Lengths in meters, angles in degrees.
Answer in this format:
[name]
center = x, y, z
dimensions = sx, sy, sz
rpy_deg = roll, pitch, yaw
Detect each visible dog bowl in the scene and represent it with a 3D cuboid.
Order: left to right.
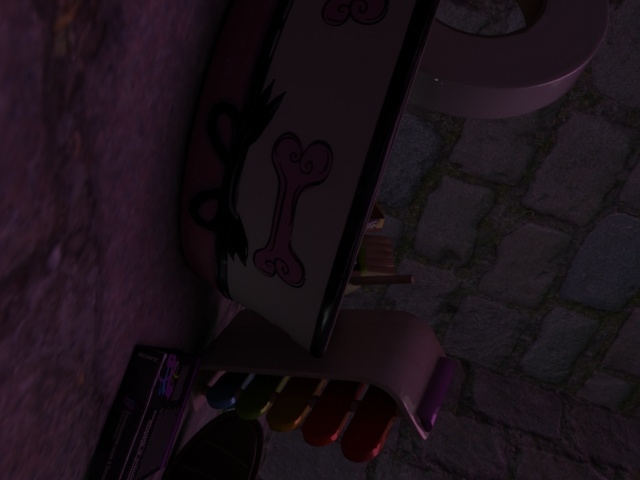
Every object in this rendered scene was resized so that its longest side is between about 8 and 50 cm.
[dog bowl]
center = -0.003, -0.104, 0.601
dimensions = 0.408, 0.150, 0.408
rpy_deg = 19, 90, -87

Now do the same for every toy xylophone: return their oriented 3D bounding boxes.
[toy xylophone]
center = 0.001, 0.129, 0.719
dimensions = 0.236, 0.322, 0.081
rpy_deg = -43, 125, -44

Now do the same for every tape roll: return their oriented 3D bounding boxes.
[tape roll]
center = 0.224, -0.355, 0.904
dimensions = 0.072, 0.391, 0.392
rpy_deg = 102, 7, -63

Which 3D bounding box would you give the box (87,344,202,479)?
[box]
center = -0.152, 0.155, 0.554
dimensions = 0.162, 0.029, 0.116
rpy_deg = 98, 10, -78

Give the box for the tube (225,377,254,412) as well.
[tube]
center = -0.138, 0.262, 1.214
dimensions = 0.207, 0.052, 0.080
rpy_deg = -78, -169, -48

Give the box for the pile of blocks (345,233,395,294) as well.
[pile of blocks]
center = 0.026, 0.085, 1.563
dimensions = 0.362, 0.149, 0.112
rpy_deg = -21, 171, -30

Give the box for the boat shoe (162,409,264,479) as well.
[boat shoe]
center = -0.170, 0.365, 0.807
dimensions = 0.307, 0.110, 0.104
rpy_deg = -62, 179, -12

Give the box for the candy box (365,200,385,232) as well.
[candy box]
center = 0.076, -0.099, 1.520
dimensions = 0.053, 0.109, 0.187
rpy_deg = 105, -28, -47
